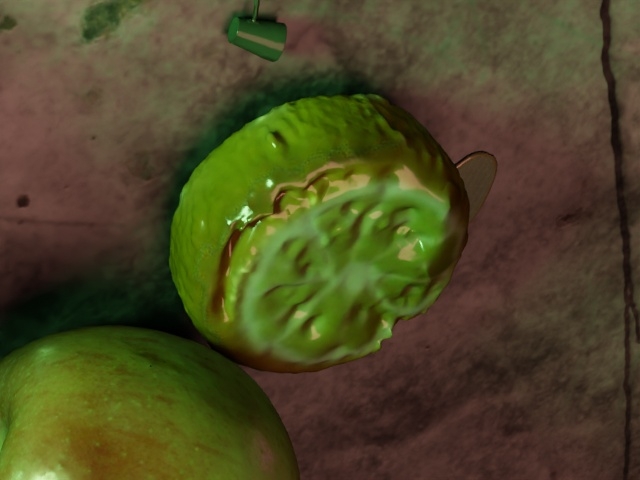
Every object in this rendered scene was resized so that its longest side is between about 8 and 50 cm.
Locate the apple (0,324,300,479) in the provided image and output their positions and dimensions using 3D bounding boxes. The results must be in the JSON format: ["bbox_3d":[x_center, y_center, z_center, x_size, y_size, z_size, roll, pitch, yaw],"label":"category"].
[{"bbox_3d":[-0.174,0.222,1.293,0.277,0.319,0.319,33,106,-17],"label":"apple"}]

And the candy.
[{"bbox_3d":[0.000,0.000,1.340,0.260,0.118,0.260,-14,132,-16],"label":"candy"}]

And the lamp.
[{"bbox_3d":[-0.039,-0.195,1.227,0.054,0.041,0.121,12,122,-24],"label":"lamp"}]

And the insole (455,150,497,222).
[{"bbox_3d":[0.102,-0.003,1.464,0.064,0.004,0.188,17,115,-34],"label":"insole"}]
